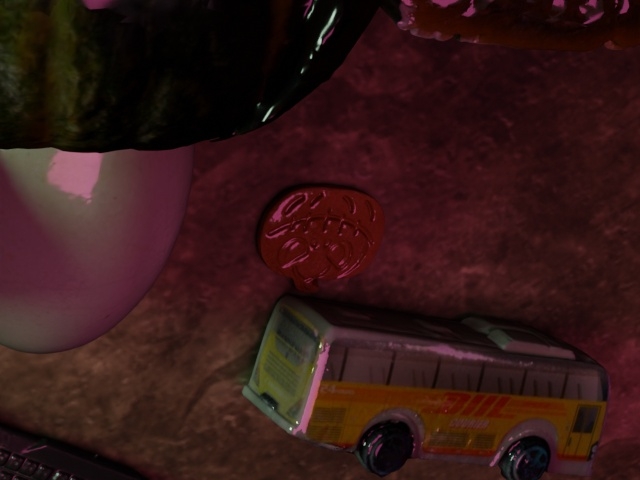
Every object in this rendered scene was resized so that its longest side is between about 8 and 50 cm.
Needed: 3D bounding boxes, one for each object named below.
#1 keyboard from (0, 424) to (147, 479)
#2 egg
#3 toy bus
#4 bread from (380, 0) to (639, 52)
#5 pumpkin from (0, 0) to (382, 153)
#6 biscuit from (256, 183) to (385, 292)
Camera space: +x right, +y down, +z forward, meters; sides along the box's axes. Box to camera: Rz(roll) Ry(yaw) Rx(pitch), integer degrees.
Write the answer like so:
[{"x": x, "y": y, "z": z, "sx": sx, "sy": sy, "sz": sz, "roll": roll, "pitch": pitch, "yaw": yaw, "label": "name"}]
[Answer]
[{"x": -0.222, "y": 0.156, "z": 1.025, "sx": 0.262, "sy": 0.016, "sz": 0.106, "roll": 28, "pitch": 102, "yaw": -37, "label": "keyboard"}, {"x": -0.145, "y": -0.032, "z": 0.871, "sx": 0.151, "sy": 0.151, "sz": 0.209, "roll": -5, "pitch": 128, "yaw": -26, "label": "egg"}, {"x": 0.081, "y": 0.104, "z": 1.118, "sx": 0.268, "sy": 0.092, "sz": 0.106, "roll": 11, "pitch": 102, "yaw": -32, "label": "toy bus"}, {"x": 0.135, "y": -0.209, "z": 0.943, "sx": 0.210, "sy": 0.110, "sz": 0.192, "roll": 1, "pitch": 116, "yaw": -29, "label": "bread"}, {"x": -0.114, "y": -0.173, "z": 0.711, "sx": 0.320, "sy": 0.320, "sz": 0.192, "roll": -15, "pitch": 144, "yaw": -20, "label": "pumpkin"}, {"x": 0.000, "y": 0.000, "z": 1.054, "sx": 0.091, "sy": 0.015, "sz": 0.078, "roll": 2, "pitch": 117, "yaw": -29, "label": "biscuit"}]
